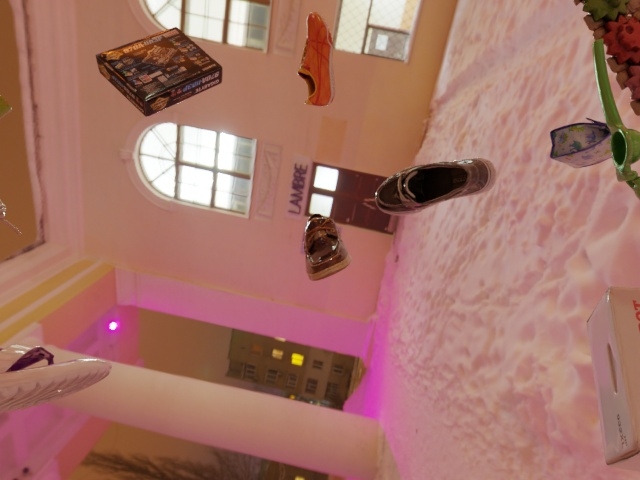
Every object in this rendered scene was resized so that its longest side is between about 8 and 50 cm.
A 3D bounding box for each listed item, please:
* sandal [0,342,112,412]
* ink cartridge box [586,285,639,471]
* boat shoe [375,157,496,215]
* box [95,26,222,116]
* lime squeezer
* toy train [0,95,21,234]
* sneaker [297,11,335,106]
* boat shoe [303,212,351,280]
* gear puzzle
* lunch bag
[{"bbox_3d":[-0.509,0.210,0.652,0.102,0.169,0.416,68,-167,16],"label":"sandal"},{"bbox_3d":[0.541,0.193,0.531,0.129,0.307,0.223,69,-150,-52],"label":"ink cartridge box"},{"bbox_3d":[0.240,-0.136,0.993,0.335,0.119,0.121,-14,81,51],"label":"boat shoe"},{"bbox_3d":[-0.369,-0.399,0.967,0.220,0.175,0.051,-41,-13,-31],"label":"box"},{"bbox_3d":[0.426,-0.115,0.523,0.110,0.310,0.058,-49,-14,31],"label":"lime squeezer"},{"bbox_3d":[-0.458,-0.139,0.535,0.248,0.105,0.144,52,-131,-41],"label":"toy train"},{"bbox_3d":[-0.012,-0.349,0.794,0.064,0.067,0.175,-179,83,-74],"label":"sneaker"},{"bbox_3d":[0.000,0.000,1.093,0.342,0.123,0.123,-85,-30,-73],"label":"boat shoe"},{"bbox_3d":[0.514,-0.384,0.671,0.339,0.175,0.044,64,171,4],"label":"gear puzzle"},{"bbox_3d":[0.671,-0.243,1.021,0.151,0.128,0.097,-3,82,57],"label":"lunch bag"}]
